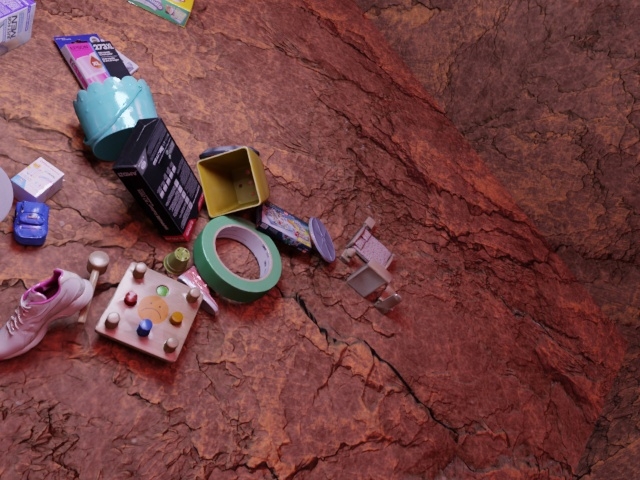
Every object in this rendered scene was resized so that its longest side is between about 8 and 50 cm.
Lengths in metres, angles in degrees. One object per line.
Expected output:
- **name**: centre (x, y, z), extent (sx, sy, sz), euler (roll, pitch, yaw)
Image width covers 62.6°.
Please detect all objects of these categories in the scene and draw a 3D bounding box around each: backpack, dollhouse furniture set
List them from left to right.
- **backpack**: centre (-0.868, -0.052, 1.573), extent (0.098, 0.101, 0.120), euler (4, 64, -25)
- **dollhouse furniture set**: centre (0.275, 0.072, 2.219), extent (0.303, 0.174, 0.355), euler (42, 48, -6)

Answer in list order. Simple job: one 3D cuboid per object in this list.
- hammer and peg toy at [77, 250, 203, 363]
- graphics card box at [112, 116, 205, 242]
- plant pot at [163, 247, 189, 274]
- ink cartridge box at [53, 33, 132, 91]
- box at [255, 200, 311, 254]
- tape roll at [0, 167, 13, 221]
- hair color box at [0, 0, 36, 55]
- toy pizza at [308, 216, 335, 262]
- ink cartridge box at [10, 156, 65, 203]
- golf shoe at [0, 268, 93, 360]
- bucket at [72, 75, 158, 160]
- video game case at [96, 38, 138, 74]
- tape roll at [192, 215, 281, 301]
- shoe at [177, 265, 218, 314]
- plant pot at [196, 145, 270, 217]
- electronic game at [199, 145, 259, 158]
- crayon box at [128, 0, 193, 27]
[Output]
- **hammer and peg toy**: centre (-0.567, 0.202, 1.604), extent (0.361, 0.127, 0.266), euler (26, 51, -14)
- **graphics card box**: centre (-0.520, -0.192, 1.748), extent (0.094, 0.371, 0.233), euler (0, 53, 16)
- **plant pot**: centre (-0.478, 0.062, 1.779), extent (0.083, 0.079, 0.083), euler (17, 54, -25)
- **ink cartridge box**: centre (-0.821, -0.639, 1.959), extent (0.176, 0.069, 0.371), euler (-26, 77, -41)
- **box**: centre (-0.144, -0.056, 2.047), extent (0.233, 0.044, 0.159), euler (29, 29, -26)
- **tape roll**: centre (-0.993, -0.132, 1.476), extent (0.219, 0.072, 0.219), euler (-15, 109, -50)
- **hair color box**: centre (-1.114, -0.692, 1.737), extent (0.110, 0.185, 0.339), euler (41, 49, -8)
- **toy pizza**: centre (0.000, 0.000, 2.126), extent (0.201, 0.032, 0.201), euler (54, 22, -33)
- **ink cartridge box**: centre (-0.881, -0.182, 1.648), extent (0.092, 0.090, 0.143), euler (37, 49, -9)
- **golf shoe**: centre (-0.770, 0.189, 1.407), extent (0.306, 0.140, 0.115), euler (-42, 59, -15)
- **bucket**: centre (-0.687, -0.409, 1.805), extent (0.281, 0.281, 0.183), euler (-16, 78, -39)
- **video game case**: centre (-0.829, -0.677, 2.031), extent (0.173, 0.022, 0.190), euler (36, 49, -10)
- **tape roll**: centre (-0.291, 0.061, 1.870), extent (0.321, 0.077, 0.321), euler (26, 42, -26)
- **shoe**: centre (-0.395, 0.165, 1.782), extent (0.178, 0.063, 0.081), euler (43, 52, 3)
- **plant pot**: centre (-0.299, -0.214, 1.955), extent (0.187, 0.212, 0.212), euler (-17, 94, -70)
- **electronic game**: centre (-0.348, -0.325, 2.014), extent (0.229, 0.229, 0.048), euler (-5, 93, -36)
- **crayon box**: centre (-0.735, -1.154, 2.329), extent (0.363, 0.106, 0.313), euler (19, 55, -23)
